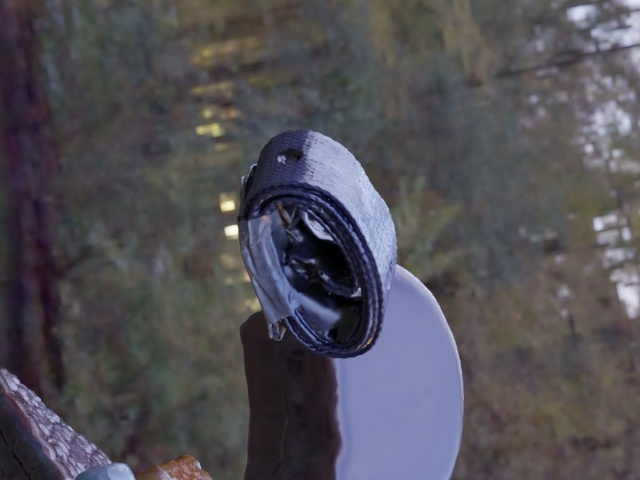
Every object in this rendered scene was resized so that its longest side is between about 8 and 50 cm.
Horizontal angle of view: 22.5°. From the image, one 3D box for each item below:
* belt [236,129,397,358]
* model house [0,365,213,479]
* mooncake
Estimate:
[{"bbox_3d":[0.000,0.000,1.638,0.126,0.139,0.230,-75,150,-50],"label":"belt"},{"bbox_3d":[-0.196,0.266,1.371,0.360,0.297,0.339,45,-34,46],"label":"model house"},{"bbox_3d":[0.025,0.195,1.931,0.174,0.334,0.326,-8,-64,46],"label":"mooncake"}]
